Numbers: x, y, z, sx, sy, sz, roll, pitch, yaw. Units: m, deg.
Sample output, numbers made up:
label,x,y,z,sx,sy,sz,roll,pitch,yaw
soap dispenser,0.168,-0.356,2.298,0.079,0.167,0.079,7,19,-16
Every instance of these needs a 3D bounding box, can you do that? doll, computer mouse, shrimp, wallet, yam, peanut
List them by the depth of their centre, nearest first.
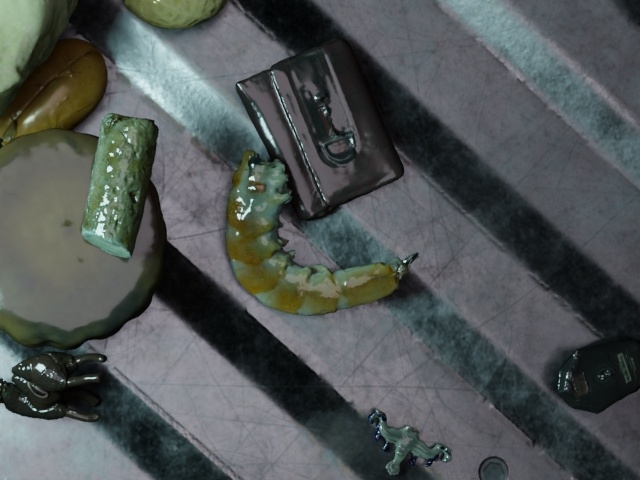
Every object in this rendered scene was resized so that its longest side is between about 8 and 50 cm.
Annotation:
label,x,y,z,sx,sy,sz,roll,pitch,yaw
yam,-0.256,-0.072,1.568,0.078,0.078,0.179,12,84,-8
doll,-0.374,0.200,1.666,0.165,0.139,0.057,5,49,-7
peanut,-0.205,-0.366,1.728,0.159,0.109,0.140,-28,91,-11
shrimp,-0.029,0.017,1.738,0.287,0.068,0.185,34,103,2
wallet,0.003,-0.160,1.781,0.182,0.049,0.229,-25,93,-11
computer mouse,0.416,0.197,1.825,0.172,0.057,0.099,-17,88,-21

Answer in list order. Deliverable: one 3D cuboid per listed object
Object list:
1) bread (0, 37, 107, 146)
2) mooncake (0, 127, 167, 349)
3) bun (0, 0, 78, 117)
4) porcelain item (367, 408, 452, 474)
label,x,y,z,sx,sy,sz,roll,pitch,yaw
bread,-0.374,-0.202,1.711,0.114,0.077,0.189,44,79,-9
mooncake,-0.346,0.004,1.659,0.290,0.161,0.290,1,86,-11
bun,-0.453,-0.287,1.614,0.213,0.361,0.361,39,80,-42
porcelain item,0.118,0.305,1.785,0.136,0.021,0.075,29,83,-6
